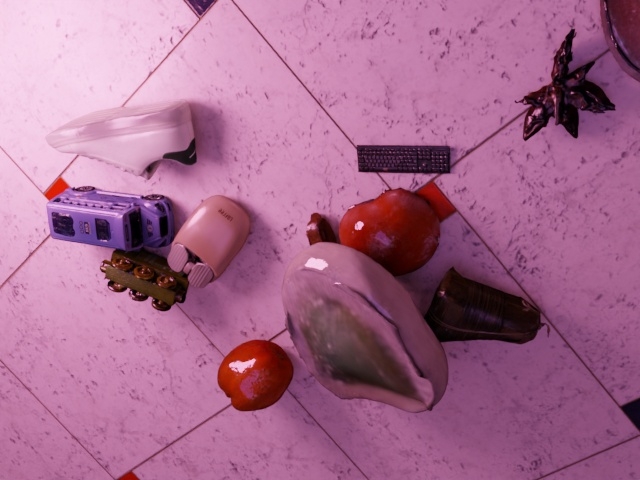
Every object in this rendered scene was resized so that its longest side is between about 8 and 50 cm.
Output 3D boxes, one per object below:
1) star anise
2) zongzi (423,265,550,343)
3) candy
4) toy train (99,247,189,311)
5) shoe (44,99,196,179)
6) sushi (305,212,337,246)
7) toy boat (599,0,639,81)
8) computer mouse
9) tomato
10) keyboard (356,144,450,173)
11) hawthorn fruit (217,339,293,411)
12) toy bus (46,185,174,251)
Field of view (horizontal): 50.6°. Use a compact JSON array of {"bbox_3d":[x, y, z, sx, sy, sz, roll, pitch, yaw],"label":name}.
[{"bbox_3d":[0.462,-0.264,1.262,0.157,0.053,0.212,34,117,3],"label":"star anise"},{"bbox_3d":[0.345,0.197,1.492,0.247,0.111,0.241,20,136,3],"label":"zongzi"},{"bbox_3d":[0.088,0.180,1.473,0.386,0.186,0.427,1,130,44],"label":"candy"},{"bbox_3d":[-0.424,0.088,1.672,0.225,0.137,0.090,22,117,4],"label":"toy train"},{"bbox_3d":[-0.448,-0.216,1.554,0.363,0.132,0.160,-6,116,17],"label":"shoe"},{"bbox_3d":[0.000,0.000,1.535,0.055,0.052,0.120,-9,114,41],"label":"sushi"},{"bbox_3d":[0.570,-0.381,1.171,0.155,0.085,0.227,-18,95,16],"label":"toy boat"},{"bbox_3d":[-0.264,0.003,1.599,0.145,0.082,0.236,40,112,-1],"label":"computer mouse"},{"bbox_3d":[0.143,0.005,1.459,0.228,0.112,0.199,-28,104,30],"label":"tomato"},{"bbox_3d":[0.173,-0.172,1.425,0.198,0.010,0.064,3,115,18],"label":"keyboard"},{"bbox_3d":[-0.157,0.333,1.670,0.189,0.189,0.189,7,115,16],"label":"hawthorn fruit"},{"bbox_3d":[-0.505,-0.048,1.638,0.292,0.133,0.126,8,114,15],"label":"toy bus"}]
